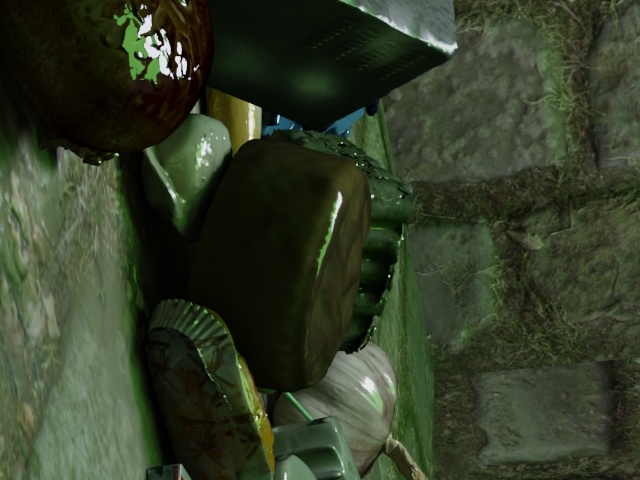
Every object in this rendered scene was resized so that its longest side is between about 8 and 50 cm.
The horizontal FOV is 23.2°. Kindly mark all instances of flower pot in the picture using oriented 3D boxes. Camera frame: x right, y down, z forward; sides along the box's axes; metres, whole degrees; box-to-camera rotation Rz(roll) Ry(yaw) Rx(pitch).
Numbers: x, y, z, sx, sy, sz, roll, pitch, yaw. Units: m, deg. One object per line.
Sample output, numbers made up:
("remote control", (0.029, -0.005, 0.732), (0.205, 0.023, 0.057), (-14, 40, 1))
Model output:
("flower pot", (-0.028, 0.370, 1.934), (0.367, 0.165, 0.254), (-26, 104, -80))

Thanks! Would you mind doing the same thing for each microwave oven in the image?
("microwave oven", (-0.037, -0.393, 1.773), (0.374, 0.236, 0.432), (19, 59, -42))

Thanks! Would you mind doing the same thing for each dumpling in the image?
("dumpling", (-0.149, -0.066, 1.711), (0.176, 0.092, 0.150), (84, 11, -65))

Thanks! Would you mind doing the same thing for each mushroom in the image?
("mushroom", (-0.186, -0.195, 1.359), (0.297, 0.163, 0.278), (-85, 165, -56))

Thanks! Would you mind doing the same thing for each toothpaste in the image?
("toothpaste", (-0.141, 0.302, 1.671), (0.196, 0.040, 0.047), (70, 14, -54))

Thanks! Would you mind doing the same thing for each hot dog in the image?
("hot dog", (-0.120, 0.177, 1.670), (0.069, 0.131, 0.252), (-44, 126, -49))

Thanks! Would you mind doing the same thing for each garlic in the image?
("garlic", (0.063, 0.285, 2.284), (0.245, 0.253, 0.245), (-43, 151, -31))

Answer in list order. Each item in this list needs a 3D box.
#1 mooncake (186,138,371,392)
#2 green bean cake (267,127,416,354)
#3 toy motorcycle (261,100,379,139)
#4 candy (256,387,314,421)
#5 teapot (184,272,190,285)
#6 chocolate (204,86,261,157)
("mooncake", (-0.039, 0.031, 1.764), (0.284, 0.156, 0.284), (14, 90, -79))
("green bean cake", (0.000, 0.000, 2.016), (0.255, 0.132, 0.241), (46, -57, 54))
("toy motorcycle", (-0.001, -0.181, 2.275), (0.172, 0.232, 0.416), (76, 12, -53))
("candy", (-0.034, 0.226, 2.149), (0.202, 0.061, 0.061), (49, 26, -27))
("teapot", (-0.135, 0.087, 1.865), (0.043, 0.043, 0.110), (-78, 155, -64))
("chocolate", (-0.115, -0.117, 2.040), (0.085, 0.086, 0.219), (56, 32, -71))
